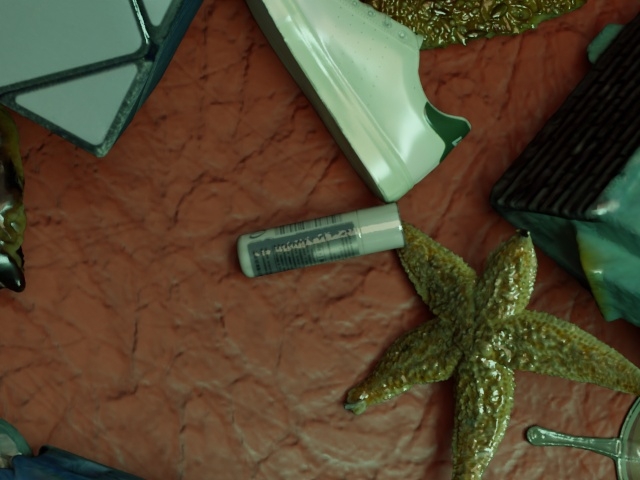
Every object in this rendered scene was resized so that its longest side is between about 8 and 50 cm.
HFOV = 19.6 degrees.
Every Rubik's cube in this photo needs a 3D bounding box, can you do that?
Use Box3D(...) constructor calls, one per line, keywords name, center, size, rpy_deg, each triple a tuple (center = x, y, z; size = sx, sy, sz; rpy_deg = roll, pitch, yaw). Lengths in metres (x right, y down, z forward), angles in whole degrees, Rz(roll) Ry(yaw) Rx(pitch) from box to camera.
Box3D(name="Rubik's cube", center=(-0.193, -0.224, 1.465), size=(0.207, 0.205, 0.205), rpy_deg=(30, 113, -2))

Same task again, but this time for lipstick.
Box3D(name="lipstick", center=(0.000, 0.000, 1.567), size=(0.141, 0.040, 0.040), rpy_deg=(-11, 83, 2))

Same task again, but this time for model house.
Box3D(name="model house", center=(0.289, -0.053, 1.574), size=(0.248, 0.230, 0.280), rpy_deg=(30, 70, 39))

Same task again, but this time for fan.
Box3D(name="fan", center=(0.284, 0.184, 1.611), size=(0.220, 0.009, 0.132), rpy_deg=(8, 78, -9))

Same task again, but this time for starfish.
Box3D(name="starfish", center=(0.134, 0.102, 1.536), size=(0.295, 0.048, 0.231), rpy_deg=(31, 96, 29))

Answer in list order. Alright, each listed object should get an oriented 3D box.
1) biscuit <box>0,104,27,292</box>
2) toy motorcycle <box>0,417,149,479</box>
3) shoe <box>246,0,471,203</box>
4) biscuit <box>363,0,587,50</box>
Box3D(name="biscuit", center=(-0.381, -0.025, 1.506), size=(0.289, 0.081, 0.334), rpy_deg=(-12, 79, -10))
Box3D(name="toy motorcycle", center=(-0.199, 0.272, 1.445), size=(0.319, 0.182, 0.241), rpy_deg=(17, 119, 10))
Box3D(name="shoe", center=(0.027, -0.166, 1.582), size=(0.110, 0.095, 0.265), rpy_deg=(-31, 96, -5))
Box3D(name="biscuit", center=(0.128, -0.234, 1.643), size=(0.206, 0.025, 0.126), rpy_deg=(-15, 84, -11))
